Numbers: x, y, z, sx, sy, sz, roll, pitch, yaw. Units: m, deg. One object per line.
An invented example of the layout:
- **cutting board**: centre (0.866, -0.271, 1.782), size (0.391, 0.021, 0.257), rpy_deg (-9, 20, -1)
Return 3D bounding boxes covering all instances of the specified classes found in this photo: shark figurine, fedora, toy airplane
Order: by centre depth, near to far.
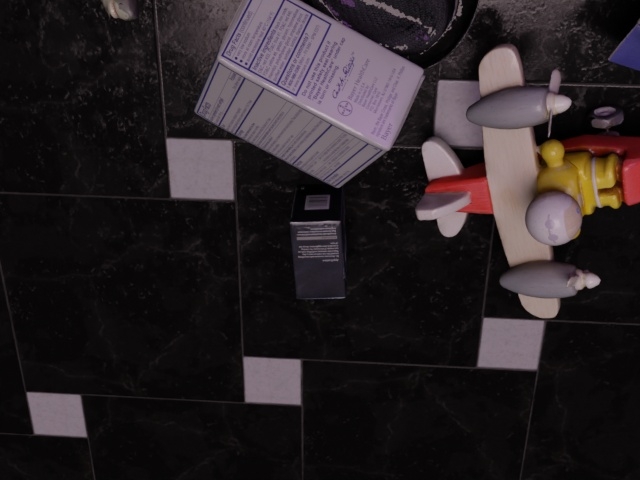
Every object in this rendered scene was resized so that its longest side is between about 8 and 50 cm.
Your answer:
- **fedora**: centre (0.088, -0.386, 1.324), size (0.334, 0.152, 0.334), rpy_deg (2, 118, 3)
- **shark figurine**: centre (-0.348, -0.474, 1.363), size (0.116, 0.166, 0.278), rpy_deg (-32, 95, -7)
- **toy airplane**: centre (0.343, -0.080, 1.403), size (0.386, 0.272, 0.384), rpy_deg (29, 118, -11)

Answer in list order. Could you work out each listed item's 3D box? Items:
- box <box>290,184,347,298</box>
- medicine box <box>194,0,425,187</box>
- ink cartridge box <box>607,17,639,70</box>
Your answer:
- **box**: centre (0.000, 0.000, 1.541), size (0.093, 0.156, 0.158), rpy_deg (-1, 119, 4)
- **medicine box**: centre (-0.029, -0.233, 1.341), size (0.289, 0.263, 0.149), rpy_deg (28, 75, -10)
- **ink cartridge box**: centre (0.637, -0.344, 1.262), size (0.304, 0.072, 0.307), rpy_deg (8, 130, -30)
